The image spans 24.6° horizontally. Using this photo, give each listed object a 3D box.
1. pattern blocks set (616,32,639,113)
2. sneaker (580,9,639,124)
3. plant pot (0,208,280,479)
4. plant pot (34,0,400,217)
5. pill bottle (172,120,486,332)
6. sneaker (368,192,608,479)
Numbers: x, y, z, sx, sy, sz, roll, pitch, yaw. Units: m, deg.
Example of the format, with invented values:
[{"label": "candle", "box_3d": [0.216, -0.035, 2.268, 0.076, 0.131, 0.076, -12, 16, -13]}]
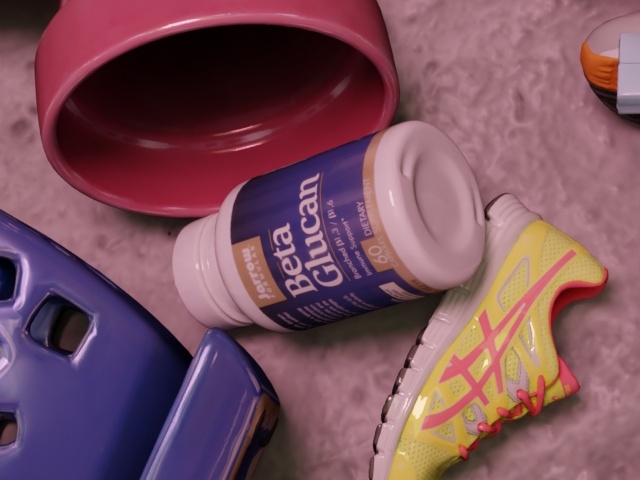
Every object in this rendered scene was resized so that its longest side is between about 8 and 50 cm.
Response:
[{"label": "pattern blocks set", "box_3d": [0.254, -0.207, 0.839, 0.285, 0.026, 0.325, -8, 55, 8]}, {"label": "sneaker", "box_3d": [0.278, -0.141, 0.859, 0.262, 0.099, 0.121, -8, 68, 0]}, {"label": "plant pot", "box_3d": [-0.151, 0.122, 0.791, 0.212, 0.236, 0.236, 22, 82, 4]}, {"label": "plant pot", "box_3d": [-0.070, -0.138, 0.857, 0.201, 0.201, 0.180, -15, 61, 4]}, {"label": "pill bottle", "box_3d": [0.000, 0.000, 0.833, 0.169, 0.094, 0.094, -19, 75, 35]}, {"label": "sneaker", "box_3d": [0.097, 0.080, 0.837, 0.094, 0.081, 0.208, 26, 83, 10]}]
